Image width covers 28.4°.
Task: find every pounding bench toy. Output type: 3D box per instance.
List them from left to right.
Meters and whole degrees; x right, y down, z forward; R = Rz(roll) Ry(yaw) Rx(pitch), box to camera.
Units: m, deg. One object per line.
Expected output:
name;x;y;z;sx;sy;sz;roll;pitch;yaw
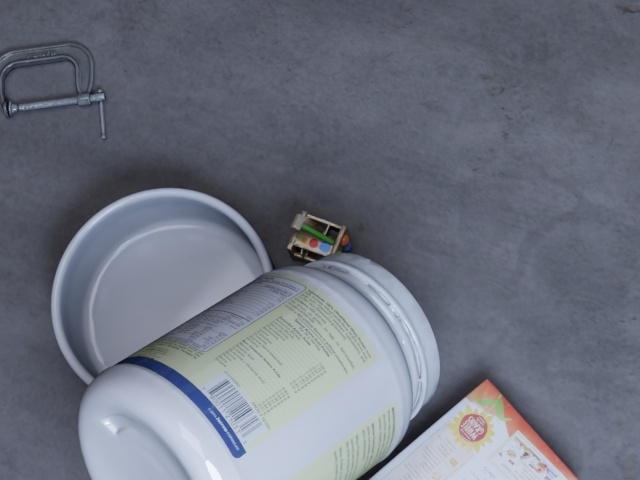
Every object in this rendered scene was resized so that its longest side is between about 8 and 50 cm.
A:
pounding bench toy;0.000;0.000;1.517;0.065;0.083;0.052;20;77;13

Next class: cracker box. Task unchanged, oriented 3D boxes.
cracker box;0.152;0.291;1.422;0.232;0.067;0.155;-39;73;-6

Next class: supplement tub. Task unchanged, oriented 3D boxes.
supplement tub;-0.055;0.168;1.287;0.325;0.235;0.235;-31;69;-38

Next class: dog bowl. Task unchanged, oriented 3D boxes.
dog bowl;-0.178;0.077;1.506;0.265;0.104;0.264;-2;73;7

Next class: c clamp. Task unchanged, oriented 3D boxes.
c clamp;-0.356;-0.196;1.652;0.161;0.022;0.137;-2;74;6
